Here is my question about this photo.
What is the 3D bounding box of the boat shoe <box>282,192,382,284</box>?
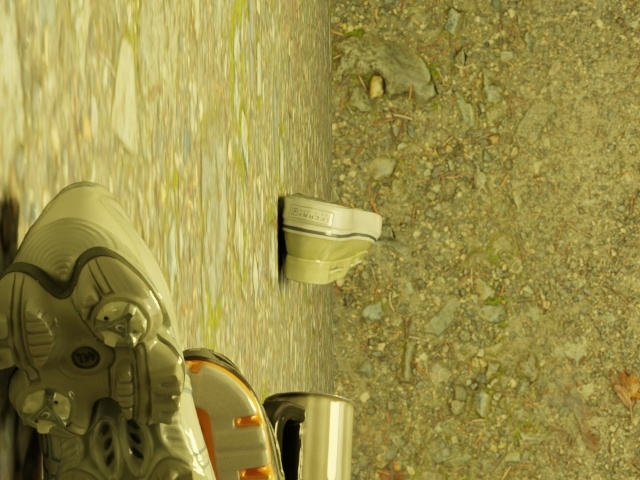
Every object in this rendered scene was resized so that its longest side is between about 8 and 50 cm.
[{"bbox_3d":[0.000,0.000,1.686,0.302,0.109,0.094,3,102,-78],"label":"boat shoe"}]

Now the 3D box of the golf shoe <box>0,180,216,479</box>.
[{"bbox_3d":[-0.064,0.062,0.485,0.086,0.069,0.176,-97,-175,-57],"label":"golf shoe"}]

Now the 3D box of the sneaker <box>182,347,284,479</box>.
[{"bbox_3d":[-0.045,0.150,0.698,0.083,0.084,0.215,-100,-173,-76],"label":"sneaker"}]

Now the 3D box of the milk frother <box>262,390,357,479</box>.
[{"bbox_3d":[0.013,0.197,1.240,0.129,0.143,0.134,64,27,-67],"label":"milk frother"}]
